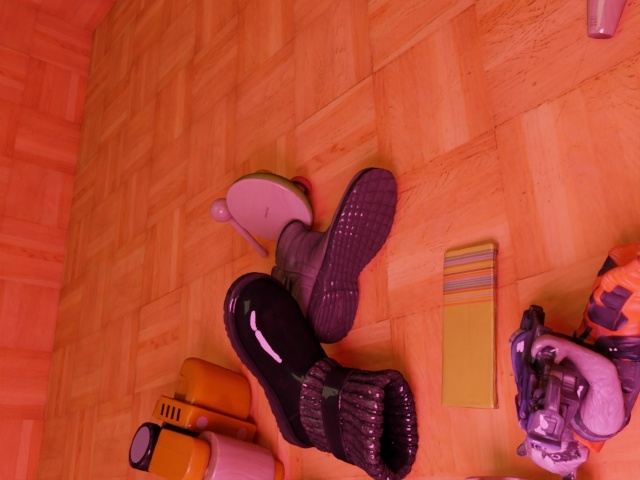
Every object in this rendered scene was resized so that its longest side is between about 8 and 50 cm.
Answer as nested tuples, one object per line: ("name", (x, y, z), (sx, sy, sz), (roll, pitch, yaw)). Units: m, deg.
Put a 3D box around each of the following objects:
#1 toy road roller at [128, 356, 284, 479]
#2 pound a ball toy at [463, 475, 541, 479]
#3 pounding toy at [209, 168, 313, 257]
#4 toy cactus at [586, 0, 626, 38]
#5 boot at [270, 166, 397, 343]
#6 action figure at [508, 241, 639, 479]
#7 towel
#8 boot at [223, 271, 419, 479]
("toy road roller", (-0.215, 0.368, 1.252), (0.329, 0.202, 0.240), (-6, 62, 52))
("pound a ball toy", (0.267, 0.431, 0.671), (0.208, 0.136, 0.319), (-12, 68, 44))
("pounding toy", (-0.106, -0.086, 1.324), (0.237, 0.183, 0.110), (-30, 30, 46))
("toy cactus", (0.388, -0.367, 0.843), (0.219, 0.112, 0.180), (12, 97, 44))
("boot", (0.000, 0.000, 1.171), (0.223, 0.118, 0.338), (36, 107, 52))
("action figure", (0.308, 0.123, 0.663), (0.178, 0.341, 0.330), (25, 109, 11))
("towel", (0.221, 0.125, 0.933), (0.102, 0.021, 0.237), (-16, 66, 54))
("boot", (0.003, 0.205, 0.998), (0.260, 0.131, 0.348), (-4, 116, 54))
